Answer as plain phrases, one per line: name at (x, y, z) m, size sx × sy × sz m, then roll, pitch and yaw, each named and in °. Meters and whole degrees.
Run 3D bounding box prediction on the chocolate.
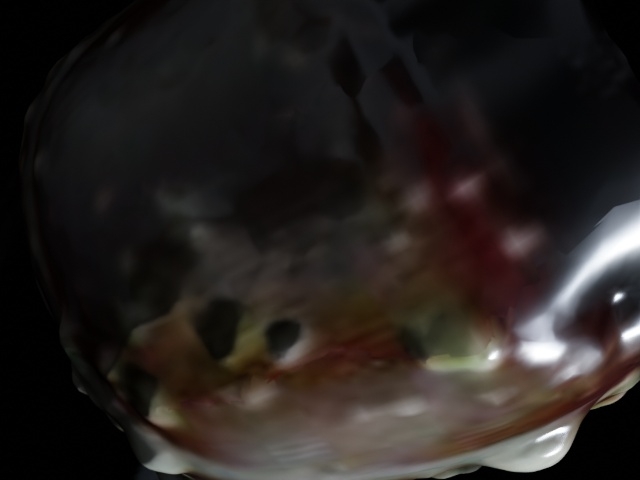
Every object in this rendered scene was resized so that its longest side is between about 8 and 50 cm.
chocolate at (0.000, 0.000, 0.565) m, size 0.210 × 0.340 × 0.225 m, roll -30°, pitch -96°, yaw 2°
